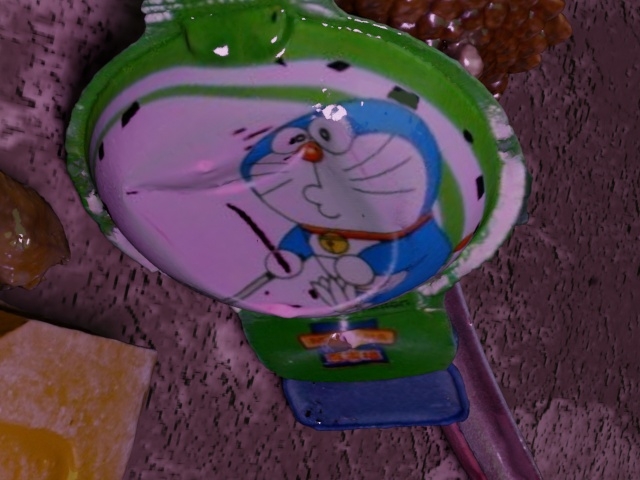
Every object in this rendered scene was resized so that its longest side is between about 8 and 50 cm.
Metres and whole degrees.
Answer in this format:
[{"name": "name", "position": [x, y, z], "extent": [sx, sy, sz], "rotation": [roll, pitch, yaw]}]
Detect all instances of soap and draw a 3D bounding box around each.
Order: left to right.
[{"name": "soap", "position": [-0.165, 0.138, 0.689], "extent": [0.140, 0.073, 0.232], "rotation": [21, 85, -50]}]

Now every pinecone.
[{"name": "pinecone", "position": [0.044, -0.144, 0.771], "extent": [0.173, 0.173, 0.173], "rotation": [-14, 111, -42]}]

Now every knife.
[{"name": "knife", "position": [0.079, 0.048, 0.925], "extent": [0.123, 0.053, 0.278], "rotation": [-44, 129, -34]}]

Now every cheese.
[{"name": "cheese", "position": [0.000, 0.000, 0.758], "extent": [0.320, 0.204, 0.083], "rotation": [70, 19, -47]}]

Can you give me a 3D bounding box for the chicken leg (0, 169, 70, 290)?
[{"name": "chicken leg", "position": [-0.162, -0.030, 0.655], "extent": [0.198, 0.069, 0.085], "rotation": [42, 72, -50]}]
